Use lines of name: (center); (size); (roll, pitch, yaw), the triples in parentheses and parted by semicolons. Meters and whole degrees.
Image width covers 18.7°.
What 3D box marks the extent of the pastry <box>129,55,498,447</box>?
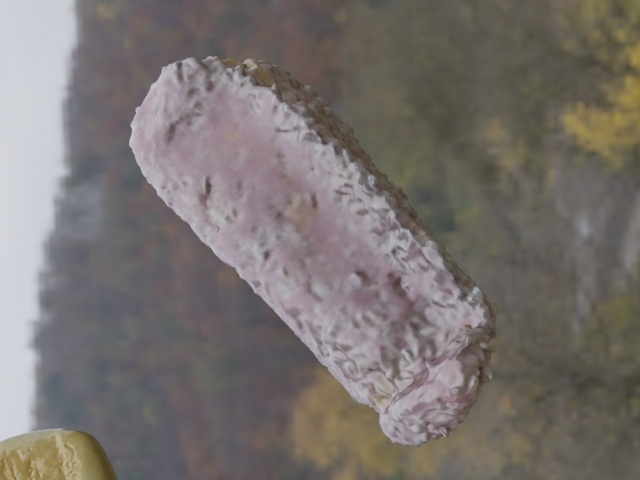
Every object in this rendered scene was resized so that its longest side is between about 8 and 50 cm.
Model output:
pastry: (0.008, 0.003, 1.061); (0.265, 0.103, 0.112); (52, -161, 24)

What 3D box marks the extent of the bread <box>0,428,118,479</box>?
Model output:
bread: (-0.231, 0.272, 1.689); (0.098, 0.147, 0.217); (95, 160, -52)
